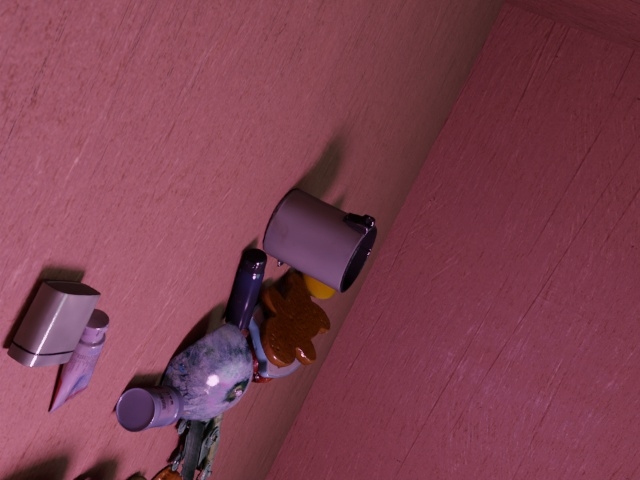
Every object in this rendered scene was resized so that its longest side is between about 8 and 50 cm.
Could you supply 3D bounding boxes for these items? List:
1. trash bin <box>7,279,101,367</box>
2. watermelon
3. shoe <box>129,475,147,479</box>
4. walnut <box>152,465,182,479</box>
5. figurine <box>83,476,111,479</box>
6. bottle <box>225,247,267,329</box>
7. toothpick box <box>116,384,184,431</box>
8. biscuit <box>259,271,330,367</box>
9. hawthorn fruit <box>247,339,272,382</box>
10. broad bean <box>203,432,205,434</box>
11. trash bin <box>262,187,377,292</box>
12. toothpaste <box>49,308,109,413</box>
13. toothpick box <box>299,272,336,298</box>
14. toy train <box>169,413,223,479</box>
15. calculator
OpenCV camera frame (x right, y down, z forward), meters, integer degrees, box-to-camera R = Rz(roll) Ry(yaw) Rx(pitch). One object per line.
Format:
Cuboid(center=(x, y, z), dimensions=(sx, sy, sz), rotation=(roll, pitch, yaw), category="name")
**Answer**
Cuboid(center=(-0.431, 0.135, 1.004), dimensions=(0.129, 0.059, 0.116), rotation=(-63, 167, 0), category="trash bin")
Cuboid(center=(-0.301, 0.387, 1.630), dimensions=(0.188, 0.175, 0.321), rotation=(-36, 149, -59), category="watermelon")
Cuboid(center=(-0.525, 0.722, 1.618), dimensions=(0.262, 0.128, 0.139), rotation=(-34, 134, -65), category="shoe")
Cuboid(center=(-0.487, 0.796, 1.891), dimensions=(0.211, 0.087, 0.167), rotation=(-43, 151, -51), category="walnut")
Cuboid(center=(-0.496, 0.742, 1.423), dimensions=(0.253, 0.211, 0.361), rotation=(33, 66, -64), category="figurine")
Cuboid(center=(-0.204, 0.135, 1.709), dimensions=(0.082, 0.072, 0.244), rotation=(-47, 159, -58), category="bottle")
Cuboid(center=(-0.402, 0.397, 1.462), dimensions=(0.101, 0.101, 0.153), rotation=(-61, 164, -5), category="toothpick box")
Cuboid(center=(-0.104, 0.266, 1.953), dimensions=(0.064, 0.283, 0.432), rotation=(-28, -170, 23), category="biscuit")
Cuboid(center=(-0.200, 0.388, 2.046), dimensions=(0.148, 0.148, 0.172), rotation=(101, 6, -46), category="hawthorn fruit")
Cuboid(center=(-0.332, 0.544, 2.057), dimensions=(0.226, 0.039, 0.069), rotation=(-54, 156, -24), category="broad bean")
Cuboid(center=(0.000, 0.000, 1.781), dimensions=(0.217, 0.263, 0.277), rotation=(-42, 155, -53), category="trash bin")
Cuboid(center=(-0.445, 0.228, 1.143), dimensions=(0.089, 0.057, 0.234), rotation=(-33, 154, -57), category="toothpaste")
Cuboid(center=(0.024, 0.072, 2.159), dimensions=(0.175, 0.175, 0.271), rotation=(-40, 157, -54), category="toothpick box")
Cuboid(center=(-0.357, 0.618, 1.905), dimensions=(0.189, 0.127, 0.307), rotation=(-35, 144, -56), category="toy train")
Cuboid(center=(-0.134, 0.307, 2.011), dimensions=(0.386, 0.055, 0.256), rotation=(-9, 82, -68), category="calculator")
